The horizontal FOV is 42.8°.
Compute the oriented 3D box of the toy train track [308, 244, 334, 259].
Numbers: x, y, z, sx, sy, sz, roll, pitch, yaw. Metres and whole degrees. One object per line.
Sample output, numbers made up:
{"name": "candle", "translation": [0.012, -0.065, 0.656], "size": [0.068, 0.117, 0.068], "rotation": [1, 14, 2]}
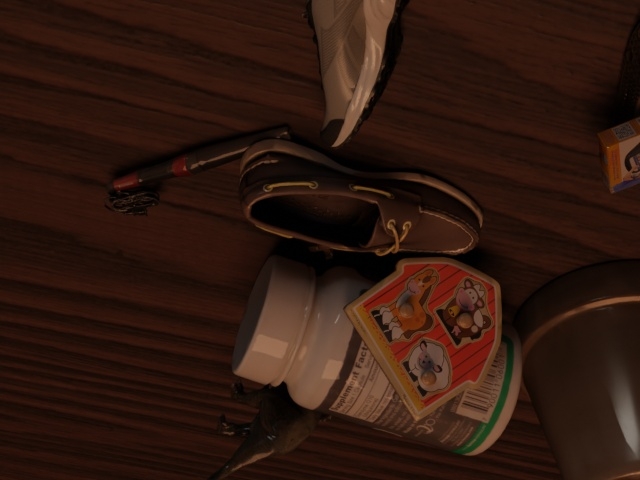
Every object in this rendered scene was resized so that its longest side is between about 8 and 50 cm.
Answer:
{"name": "toy train track", "translation": [0.000, 0.000, 1.121], "size": [0.048, 0.014, 0.083], "rotation": [-11, 132, 18]}

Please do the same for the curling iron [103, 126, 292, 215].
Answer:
{"name": "curling iron", "translation": [-0.159, -0.094, 1.040], "size": [0.274, 0.035, 0.068], "rotation": [-21, 150, 20]}

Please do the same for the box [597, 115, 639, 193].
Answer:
{"name": "box", "translation": [0.371, -0.107, 0.880], "size": [0.136, 0.028, 0.081], "rotation": [-21, 140, 8]}

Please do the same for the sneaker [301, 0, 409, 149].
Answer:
{"name": "sneaker", "translation": [0.031, -0.218, 0.855], "size": [0.108, 0.100, 0.271], "rotation": [20, 132, 8]}

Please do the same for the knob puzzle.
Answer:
{"name": "knob puzzle", "translation": [0.154, 0.105, 1.035], "size": [0.213, 0.213, 0.030], "rotation": [19, 168, -11]}

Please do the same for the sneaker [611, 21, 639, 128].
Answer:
{"name": "sneaker", "translation": [0.368, -0.172, 0.879], "size": [0.071, 0.066, 0.188], "rotation": [-9, 140, -6]}

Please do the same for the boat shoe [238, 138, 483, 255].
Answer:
{"name": "boat shoe", "translation": [0.055, -0.031, 1.012], "size": [0.324, 0.096, 0.116], "rotation": [16, 133, -16]}

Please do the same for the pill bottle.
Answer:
{"name": "pill bottle", "translation": [0.075, 0.154, 1.131], "size": [0.361, 0.204, 0.204], "rotation": [19, 134, -10]}

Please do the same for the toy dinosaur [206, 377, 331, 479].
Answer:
{"name": "toy dinosaur", "translation": [-0.059, 0.263, 1.260], "size": [0.160, 0.313, 0.121], "rotation": [11, 112, 29]}

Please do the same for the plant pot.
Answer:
{"name": "plant pot", "translation": [0.430, 0.237, 1.112], "size": [0.323, 0.280, 0.323], "rotation": [4, 136, 4]}
